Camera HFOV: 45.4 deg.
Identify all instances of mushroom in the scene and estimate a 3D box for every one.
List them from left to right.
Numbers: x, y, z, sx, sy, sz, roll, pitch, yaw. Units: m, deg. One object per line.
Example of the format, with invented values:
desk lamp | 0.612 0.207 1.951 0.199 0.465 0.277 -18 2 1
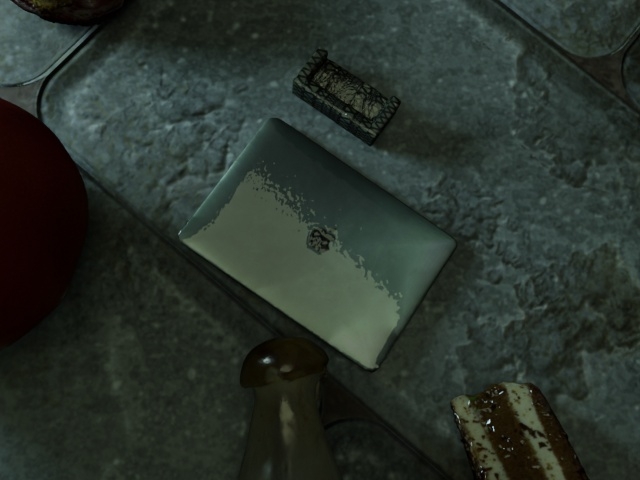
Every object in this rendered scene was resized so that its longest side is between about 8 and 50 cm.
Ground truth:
mushroom | -0.025 0.270 0.751 0.128 0.128 0.350 -3 75 -6

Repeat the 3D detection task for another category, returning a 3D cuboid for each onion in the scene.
onion | -0.291 -0.356 0.862 0.173 0.135 0.198 4 75 -7

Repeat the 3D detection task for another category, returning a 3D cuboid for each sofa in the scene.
sofa | 0.030 -0.169 0.897 0.118 0.039 0.060 35 76 3

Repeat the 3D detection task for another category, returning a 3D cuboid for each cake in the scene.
cake | 0.224 0.263 0.768 0.112 0.135 0.246 -11 78 -6

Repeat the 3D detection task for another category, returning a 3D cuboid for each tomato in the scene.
tomato | -0.382 -0.026 0.734 0.299 0.226 0.298 0 76 -1

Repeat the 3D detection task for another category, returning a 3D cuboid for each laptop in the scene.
laptop | 0.000 0.000 0.868 0.269 0.015 0.187 34 77 3
